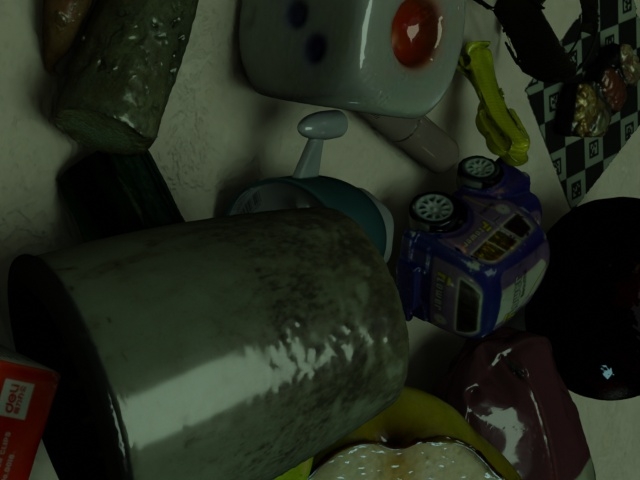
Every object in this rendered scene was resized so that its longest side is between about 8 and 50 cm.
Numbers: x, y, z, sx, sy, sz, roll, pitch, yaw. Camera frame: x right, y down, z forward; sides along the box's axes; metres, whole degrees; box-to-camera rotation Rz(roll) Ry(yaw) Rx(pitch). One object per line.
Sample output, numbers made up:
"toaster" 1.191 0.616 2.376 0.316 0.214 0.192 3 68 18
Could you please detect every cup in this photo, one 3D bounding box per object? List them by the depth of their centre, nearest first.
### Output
"cup" 0.000 0.000 1.738 0.173 0.167 0.299 -11 110 -57

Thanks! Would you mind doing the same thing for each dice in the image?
"dice" 0.036 -0.240 1.685 0.194 0.192 0.193 0 101 -47

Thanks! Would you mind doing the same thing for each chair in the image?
"chair" 0.270 -0.316 1.948 0.213 0.174 0.149 48 69 -32

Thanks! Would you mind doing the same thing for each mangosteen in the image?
"mangosteen" 0.434 0.090 2.124 0.297 0.313 0.297 -26 128 -38

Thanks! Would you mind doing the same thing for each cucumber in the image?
"cucumber" -0.192 -0.038 1.552 0.116 0.062 0.115 -12 68 -46

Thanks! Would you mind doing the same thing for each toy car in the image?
"toy car" 0.208 0.013 1.936 0.235 0.158 0.172 -41 147 -34

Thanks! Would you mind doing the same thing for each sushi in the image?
"sushi" 0.428 -0.221 2.233 0.290 0.050 0.264 -51 133 -27

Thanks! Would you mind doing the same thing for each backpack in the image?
"backpack" 0.234 0.273 2.046 0.283 0.197 0.317 -29 116 -38

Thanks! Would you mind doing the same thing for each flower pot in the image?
"flower pot" -0.105 0.106 1.479 0.330 0.293 0.293 -20 116 -24

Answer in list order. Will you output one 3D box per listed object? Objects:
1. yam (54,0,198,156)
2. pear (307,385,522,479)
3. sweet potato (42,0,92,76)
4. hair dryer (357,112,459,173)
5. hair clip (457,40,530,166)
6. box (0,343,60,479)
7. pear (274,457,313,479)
"yam" -0.187 -0.191 1.505 0.107 0.107 0.194 35 66 -47
"pear" 0.081 0.327 1.849 0.340 0.191 0.386 -2 122 -6
"sweet potato" -0.241 -0.259 1.474 0.068 0.060 0.206 -5 113 -57
"hair dryer" 0.129 -0.221 1.912 0.195 0.054 0.220 35 68 -48
"hair clip" 0.220 -0.172 1.955 0.072 0.046 0.173 -9 72 -46
"box" -0.338 0.150 1.385 0.099 0.182 0.133 21 88 -46
"pear" -0.098 0.215 1.671 0.187 0.187 0.219 9 104 -49
